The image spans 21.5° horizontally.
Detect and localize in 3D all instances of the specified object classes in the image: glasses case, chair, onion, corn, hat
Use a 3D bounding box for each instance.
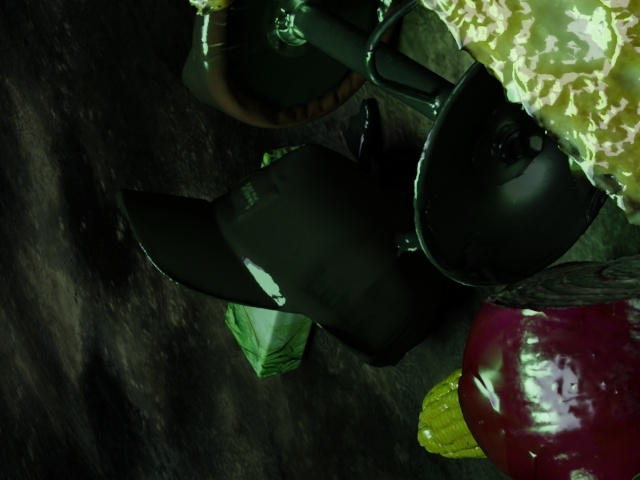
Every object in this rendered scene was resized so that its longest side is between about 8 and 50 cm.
[{"bbox_3d":[-0.038,0.026,1.805,0.095,0.062,0.272,57,148,32],"label":"glasses case"},{"bbox_3d":[0.046,-0.145,1.401,0.401,0.226,0.226,36,136,45],"label":"chair"},{"bbox_3d":[0.229,0.121,1.278,0.216,0.206,0.207,-12,98,61],"label":"onion"},{"bbox_3d":[0.164,0.146,1.514,0.261,0.097,0.097,-29,83,61],"label":"corn"},{"bbox_3d":[-0.007,-0.029,1.543,0.209,0.336,0.238,-61,22,11],"label":"hat"}]

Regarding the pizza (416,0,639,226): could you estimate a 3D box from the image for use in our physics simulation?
[{"bbox_3d":[0.219,-0.200,1.096,0.435,0.080,0.392,-11,106,34],"label":"pizza"}]

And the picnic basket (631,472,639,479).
[{"bbox_3d":[0.318,0.237,1.035,0.293,0.337,0.337,61,149,8],"label":"picnic basket"}]

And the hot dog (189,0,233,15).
[{"bbox_3d":[-0.030,-0.333,1.336,0.135,0.100,0.337,27,90,43],"label":"hot dog"}]
